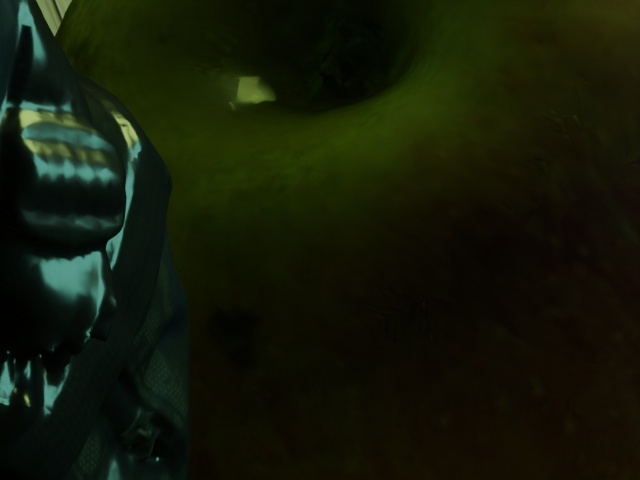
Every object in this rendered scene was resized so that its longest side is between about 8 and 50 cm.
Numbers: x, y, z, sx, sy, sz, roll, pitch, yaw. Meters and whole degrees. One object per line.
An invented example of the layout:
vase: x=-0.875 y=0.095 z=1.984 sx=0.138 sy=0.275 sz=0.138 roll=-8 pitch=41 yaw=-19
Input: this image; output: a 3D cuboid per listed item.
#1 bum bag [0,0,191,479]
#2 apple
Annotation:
bum bag: x=-0.077 y=-0.012 z=0.421 sx=0.310 sy=0.074 sz=0.137 roll=68 pitch=13 yaw=-65
apple: x=0.060 y=-0.016 z=0.701 sx=0.339 sy=0.339 sz=0.339 roll=-19 pitch=90 yaw=-89
